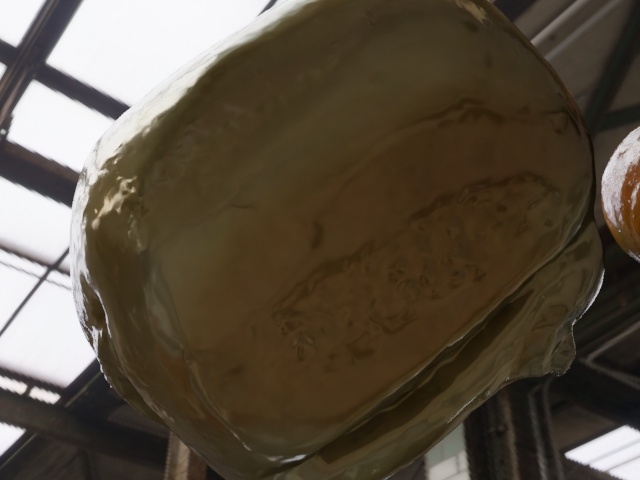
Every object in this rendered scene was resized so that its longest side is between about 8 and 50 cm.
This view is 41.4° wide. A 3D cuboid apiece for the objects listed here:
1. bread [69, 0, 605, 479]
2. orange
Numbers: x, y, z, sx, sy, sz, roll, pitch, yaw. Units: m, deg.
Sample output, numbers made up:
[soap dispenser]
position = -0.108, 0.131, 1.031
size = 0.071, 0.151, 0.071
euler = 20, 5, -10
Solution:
[bread]
position = 0.000, 0.000, 0.654
size = 0.253, 0.376, 0.348
euler = 34, 160, 55
[orange]
position = 0.414, -0.031, 0.882
size = 0.240, 0.240, 0.171
euler = 22, -93, -31
